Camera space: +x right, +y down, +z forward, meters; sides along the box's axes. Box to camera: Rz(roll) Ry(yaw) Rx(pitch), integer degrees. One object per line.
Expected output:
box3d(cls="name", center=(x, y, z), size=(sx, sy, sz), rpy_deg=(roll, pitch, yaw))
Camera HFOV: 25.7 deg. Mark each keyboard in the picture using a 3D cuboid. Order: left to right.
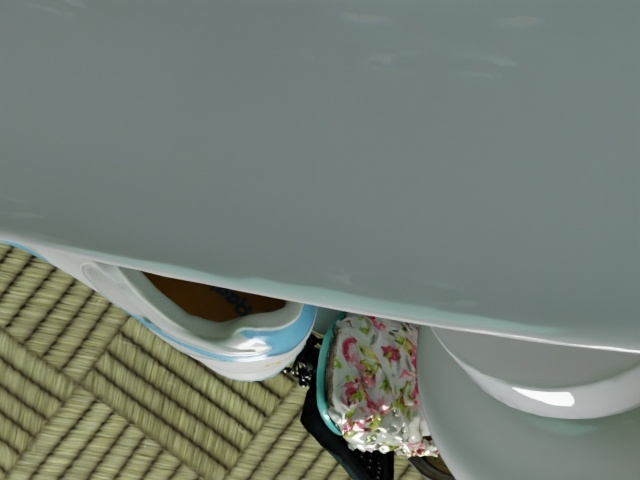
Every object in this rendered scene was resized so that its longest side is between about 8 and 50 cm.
box3d(cls="keyboard", center=(0.021, 0.098, 0.881), size=(0.100, 0.038, 0.192), rpy_deg=(46, -174, -3))

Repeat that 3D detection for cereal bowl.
box3d(cls="cereal bowl", center=(-0.042, -0.081, 0.227), size=(0.339, 0.141, 0.339), rpy_deg=(11, 172, 2))

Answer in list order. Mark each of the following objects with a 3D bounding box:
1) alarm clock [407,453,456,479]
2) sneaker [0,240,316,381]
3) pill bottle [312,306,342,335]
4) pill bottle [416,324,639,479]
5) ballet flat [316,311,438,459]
box3d(cls="alarm clock", center=(0.100, 0.082, 0.933), size=(0.064, 0.129, 0.192), rpy_deg=(5, -130, -39))
box3d(cls="sneaker", center=(-0.099, -0.021, 0.646), size=(0.229, 0.087, 0.092), rpy_deg=(30, 166, 2))
box3d(cls="pill bottle", center=(0.000, 0.000, 0.927), size=(0.184, 0.103, 0.103), rpy_deg=(33, 172, 30))
box3d(cls="pill bottle", center=(0.126, 0.060, 0.500), size=(0.146, 0.146, 0.264), rpy_deg=(32, 172, 39))
box3d(cls="ballet flat", center=(0.057, 0.075, 0.761), size=(0.077, 0.091, 0.241), rpy_deg=(3, 173, 12))
